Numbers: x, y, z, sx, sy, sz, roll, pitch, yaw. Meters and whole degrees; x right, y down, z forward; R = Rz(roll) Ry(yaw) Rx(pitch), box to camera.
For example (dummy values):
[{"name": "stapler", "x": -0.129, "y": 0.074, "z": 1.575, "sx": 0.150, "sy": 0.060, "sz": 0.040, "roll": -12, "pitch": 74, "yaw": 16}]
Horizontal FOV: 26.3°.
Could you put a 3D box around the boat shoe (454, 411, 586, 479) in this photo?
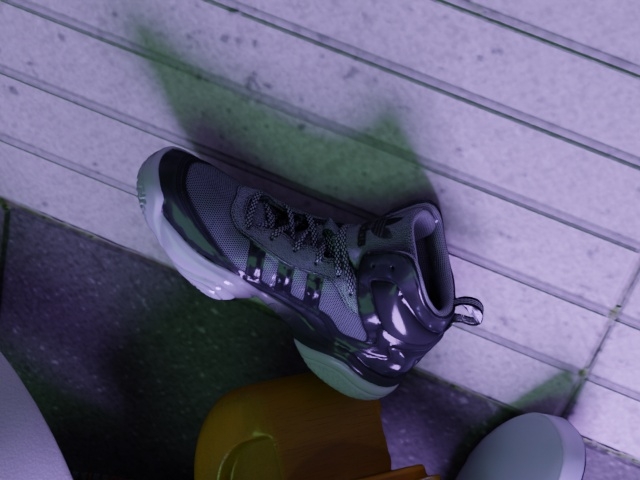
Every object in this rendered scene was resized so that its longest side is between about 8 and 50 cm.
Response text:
[{"name": "boat shoe", "x": 0.160, "y": 0.266, "z": 1.158, "sx": 0.102, "sy": 0.108, "sz": 0.301, "roll": 9, "pitch": 122, "yaw": -25}]

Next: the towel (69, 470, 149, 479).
[{"name": "towel", "x": -0.193, "y": 0.367, "z": 1.378, "sx": 0.272, "sy": 0.040, "sz": 0.370, "roll": 8, "pitch": 127, "yaw": -4}]

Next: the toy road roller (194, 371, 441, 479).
[{"name": "toy road roller", "x": -0.035, "y": 0.242, "z": 1.144, "sx": 0.330, "sy": 0.203, "sz": 0.240, "roll": -23, "pitch": 76, "yaw": 48}]

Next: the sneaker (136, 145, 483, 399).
[{"name": "sneaker", "x": 0.000, "y": 0.000, "z": 1.024, "sx": 0.268, "sy": 0.101, "sz": 0.153, "roll": 41, "pitch": 129, "yaw": -17}]

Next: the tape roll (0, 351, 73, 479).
[{"name": "tape roll", "x": -0.335, "y": 0.229, "z": 1.240, "sx": 0.392, "sy": 0.072, "sz": 0.392, "roll": 29, "pitch": 130, "yaw": 40}]
